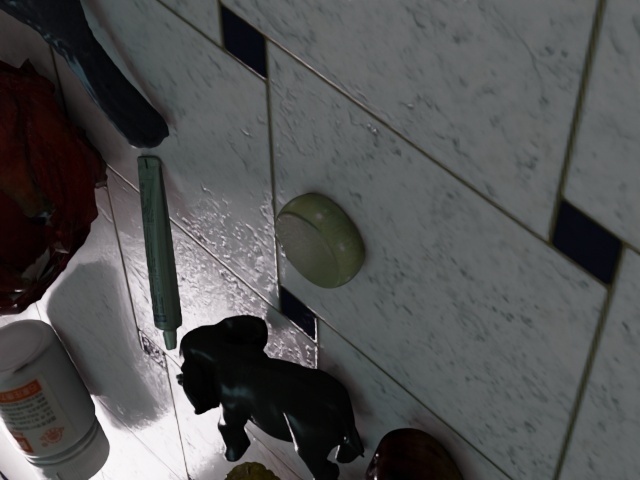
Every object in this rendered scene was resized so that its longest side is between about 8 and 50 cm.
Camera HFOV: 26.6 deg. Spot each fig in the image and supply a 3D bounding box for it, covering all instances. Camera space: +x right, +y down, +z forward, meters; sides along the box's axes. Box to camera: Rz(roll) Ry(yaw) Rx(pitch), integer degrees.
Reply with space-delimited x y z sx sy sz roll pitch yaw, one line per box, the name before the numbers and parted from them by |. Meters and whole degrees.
fig | 0.103 0.225 1.225 0.125 0.089 0.089 27 157 -9

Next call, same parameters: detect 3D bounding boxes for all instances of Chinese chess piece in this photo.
Chinese chess piece | 0.000 0.000 1.127 0.084 0.034 0.084 37 150 26

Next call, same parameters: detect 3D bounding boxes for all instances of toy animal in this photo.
toy animal | -0.281 -0.242 1.208 0.205 0.081 0.367 9 133 41
toy animal | -0.056 0.155 1.369 0.245 0.115 0.146 8 142 27

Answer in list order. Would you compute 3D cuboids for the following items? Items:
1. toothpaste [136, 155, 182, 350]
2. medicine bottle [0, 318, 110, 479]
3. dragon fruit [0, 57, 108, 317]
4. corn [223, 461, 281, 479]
toothpaste | -0.160 0.013 1.354 0.048 0.029 0.197 6 104 57
medicine bottle | -0.422 0.252 2.070 0.144 0.144 0.252 23 146 46
dragon fruit | -0.383 -0.058 1.415 0.301 0.296 0.295 35 154 3
corn | -0.016 0.420 1.629 0.120 0.120 0.363 3 129 59
